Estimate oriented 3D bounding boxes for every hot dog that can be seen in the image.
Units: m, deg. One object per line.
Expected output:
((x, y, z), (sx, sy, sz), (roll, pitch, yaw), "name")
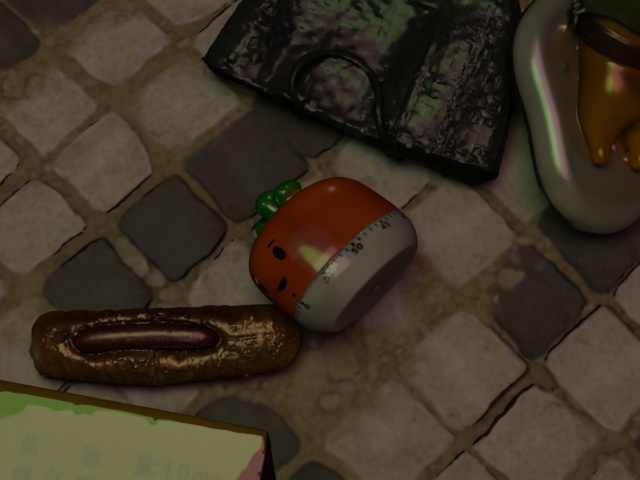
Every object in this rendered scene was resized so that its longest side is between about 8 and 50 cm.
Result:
((-0.122, 0.081, 0.929), (0.215, 0.047, 0.066), (0, 71, 0), "hot dog")

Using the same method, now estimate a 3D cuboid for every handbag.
((0.050, -0.165, 1.015), (0.270, 0.089, 0.175), (22, 77, 8), "handbag")

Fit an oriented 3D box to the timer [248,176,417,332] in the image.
((0.000, 0.000, 0.932), (0.136, 0.099, 0.136), (15, 48, -17), "timer")

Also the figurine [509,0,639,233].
((0.259, -0.139, 0.942), (0.166, 0.141, 0.250), (4, 77, -25), "figurine")

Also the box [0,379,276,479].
((-0.240, 0.164, 0.780), (0.415, 0.264, 0.116), (10, 70, 4), "box")
